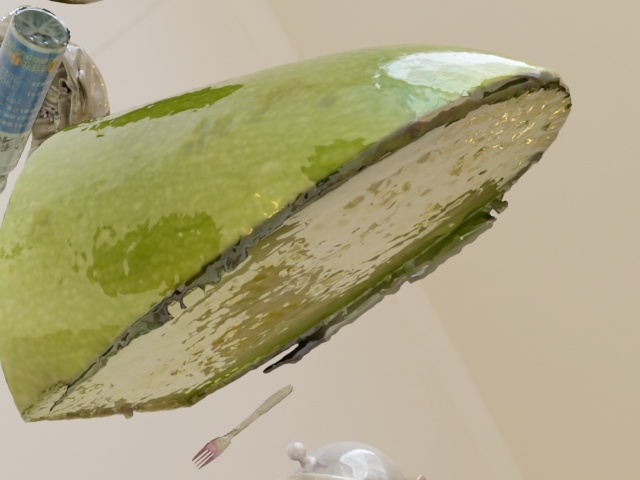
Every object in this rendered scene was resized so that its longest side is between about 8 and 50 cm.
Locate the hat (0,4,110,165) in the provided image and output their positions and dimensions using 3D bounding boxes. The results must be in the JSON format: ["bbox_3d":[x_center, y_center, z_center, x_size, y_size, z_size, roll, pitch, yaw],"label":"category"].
[{"bbox_3d":[-0.274,-0.162,1.218,0.244,0.149,0.214,-63,-27,-57],"label":"hat"}]

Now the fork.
[{"bbox_3d":[-0.071,0.169,1.005,0.115,0.012,0.016,-38,-89,-4],"label":"fork"}]

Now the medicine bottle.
[{"bbox_3d":[-0.269,-0.115,0.950,0.051,0.191,0.051,21,-140,-19],"label":"medicine bottle"}]

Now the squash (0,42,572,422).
[{"bbox_3d":[0.000,0.000,0.658,0.234,0.309,0.210,14,-107,-63],"label":"squash"}]

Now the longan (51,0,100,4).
[{"bbox_3d":[-0.193,-0.269,0.857,0.154,0.145,0.176,90,-157,-56],"label":"longan"}]

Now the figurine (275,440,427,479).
[{"bbox_3d":[0.047,0.282,1.080,0.237,0.162,0.141,40,-125,-31],"label":"figurine"}]
